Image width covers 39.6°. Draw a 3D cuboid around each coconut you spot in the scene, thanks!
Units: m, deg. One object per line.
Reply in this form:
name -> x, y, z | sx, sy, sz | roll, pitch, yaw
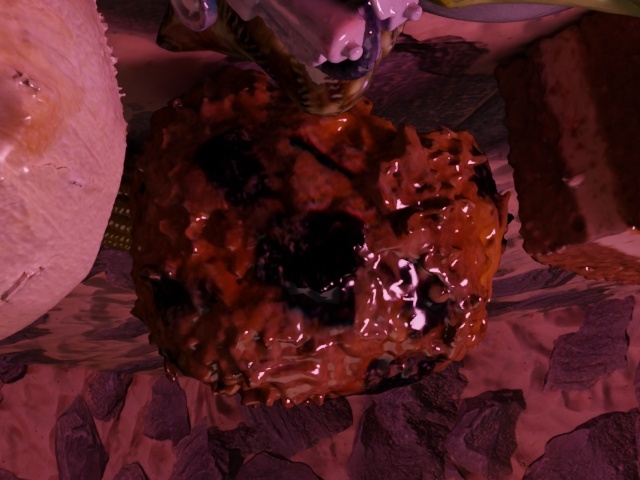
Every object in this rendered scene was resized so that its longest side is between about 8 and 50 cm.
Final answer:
coconut -> -0.307, -0.089, 0.610 | 0.346, 0.346, 0.360 | -7, 171, 5

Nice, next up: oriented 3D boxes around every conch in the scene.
conch -> -0.029, -0.181, 0.740 | 0.181, 0.124, 0.187 | 22, -175, -22

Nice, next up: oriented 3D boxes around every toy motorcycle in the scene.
toy motorcycle -> -0.040, -0.213, 0.489 | 0.110, 0.260, 0.171 | -37, 176, -26

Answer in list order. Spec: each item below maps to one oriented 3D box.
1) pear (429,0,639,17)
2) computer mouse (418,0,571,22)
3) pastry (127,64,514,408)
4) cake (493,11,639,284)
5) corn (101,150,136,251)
pear -> 0.122, -0.214, 0.527 | 0.292, 0.159, 0.292 | 7, -173, -1
computer mouse -> 0.208, -0.238, 0.719 | 0.379, 0.090, 0.167 | -6, 165, -2
pastry -> -0.014, 0.010, 0.905 | 0.405, 0.337, 0.292 | 18, 167, 1
cake -> 0.371, -0.106, 0.933 | 0.282, 0.256, 0.290 | 12, 152, -41
corn -> -0.249, -0.048, 1.148 | 0.131, 0.131, 0.344 | -14, 163, 26
